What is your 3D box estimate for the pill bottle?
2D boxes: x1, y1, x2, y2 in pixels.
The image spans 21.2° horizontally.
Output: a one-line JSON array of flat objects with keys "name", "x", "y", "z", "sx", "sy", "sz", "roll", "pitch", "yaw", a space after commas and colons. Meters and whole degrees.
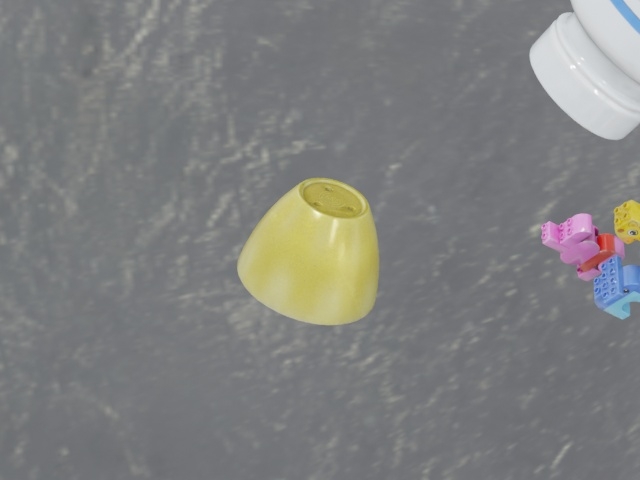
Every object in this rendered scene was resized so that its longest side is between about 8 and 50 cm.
[{"name": "pill bottle", "x": 0.243, "y": -0.172, "z": 1.123, "sx": 0.124, "sy": 0.124, "sz": 0.221, "roll": 52, "pitch": 122, "yaw": 13}]

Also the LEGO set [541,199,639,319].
[{"name": "LEGO set", "x": 0.256, "y": -0.012, "z": 1.359, "sx": 0.227, "sy": 0.093, "sz": 0.087, "roll": -38, "pitch": 38, "yaw": 43}]

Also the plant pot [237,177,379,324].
[{"name": "plant pot", "x": 0.000, "y": 0.000, "z": 1.573, "sx": 0.134, "sy": 0.134, "sz": 0.095, "roll": 32, "pitch": 124, "yaw": 20}]
